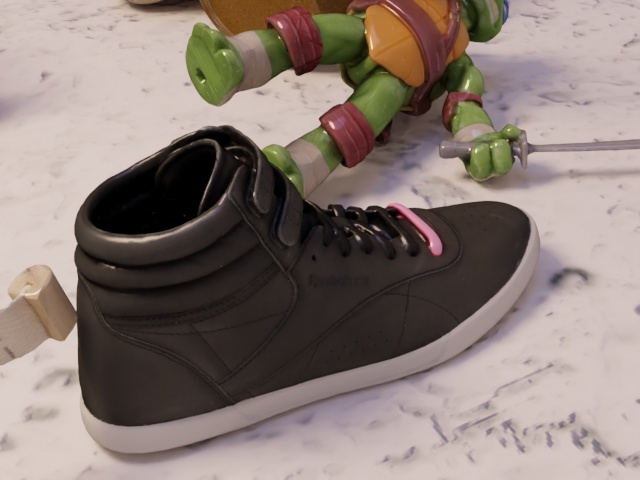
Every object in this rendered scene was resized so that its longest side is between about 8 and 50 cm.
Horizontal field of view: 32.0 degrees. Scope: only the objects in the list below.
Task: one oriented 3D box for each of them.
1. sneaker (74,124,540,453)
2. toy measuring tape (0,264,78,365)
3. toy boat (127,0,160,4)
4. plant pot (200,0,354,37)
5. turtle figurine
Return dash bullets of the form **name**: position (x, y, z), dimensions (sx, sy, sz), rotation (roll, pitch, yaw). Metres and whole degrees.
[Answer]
- **sneaker**: position (0.000, 0.000, 0.612), dimensions (0.295, 0.147, 0.104), rotation (-20, 35, -20)
- **toy measuring tape**: position (-0.287, 0.081, 0.545), dimensions (0.330, 0.121, 0.121), rotation (-29, 40, -13)
- **toy boat**: position (-0.136, -0.342, 1.097), dimensions (0.151, 0.151, 0.231), rotation (-9, 31, 26)
- **plant pot**: position (0.006, -0.280, 0.972), dimensions (0.237, 0.237, 0.254), rotation (13, 55, 25)
- **turtle figurine**: position (0.066, -0.136, 0.755), dimensions (0.266, 0.198, 0.274), rotation (-30, 38, -24)
